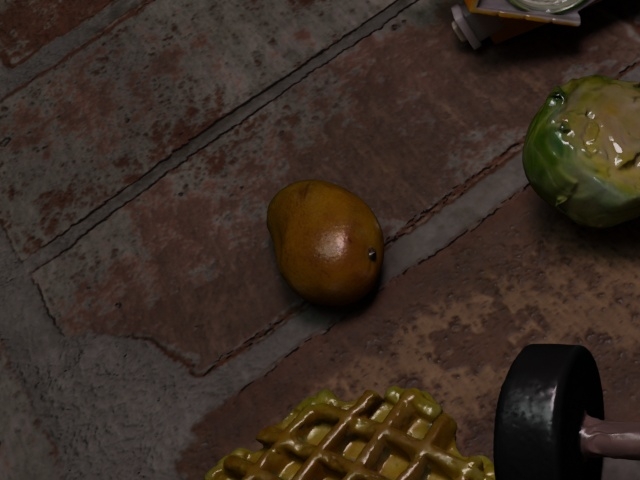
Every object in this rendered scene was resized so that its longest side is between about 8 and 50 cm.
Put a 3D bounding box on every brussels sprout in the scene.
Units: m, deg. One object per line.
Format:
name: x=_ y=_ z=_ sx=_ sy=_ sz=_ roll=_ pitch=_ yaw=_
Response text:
brussels sprout: x=0.264 y=-0.076 z=1.232 sx=0.151 sy=0.122 sz=0.149 roll=14 pitch=61 yaw=-6

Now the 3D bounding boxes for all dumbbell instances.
dumbbell: x=0.257 y=0.157 z=1.008 sx=0.218 sy=0.152 sz=0.153 roll=0 pitch=53 yaw=26

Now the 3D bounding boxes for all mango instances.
mango: x=0.006 y=-0.003 z=1.320 sx=0.115 sy=0.089 sz=0.165 roll=-31 pitch=42 yaw=13

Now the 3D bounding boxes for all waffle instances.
waffle: x=0.010 y=0.255 z=1.116 sx=0.300 sy=0.058 sz=0.281 roll=-35 pitch=46 yaw=-5

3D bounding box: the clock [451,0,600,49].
clock: x=0.251 y=-0.343 z=1.391 sx=0.309 sy=0.235 sz=0.166 roll=-31 pitch=27 yaw=15
